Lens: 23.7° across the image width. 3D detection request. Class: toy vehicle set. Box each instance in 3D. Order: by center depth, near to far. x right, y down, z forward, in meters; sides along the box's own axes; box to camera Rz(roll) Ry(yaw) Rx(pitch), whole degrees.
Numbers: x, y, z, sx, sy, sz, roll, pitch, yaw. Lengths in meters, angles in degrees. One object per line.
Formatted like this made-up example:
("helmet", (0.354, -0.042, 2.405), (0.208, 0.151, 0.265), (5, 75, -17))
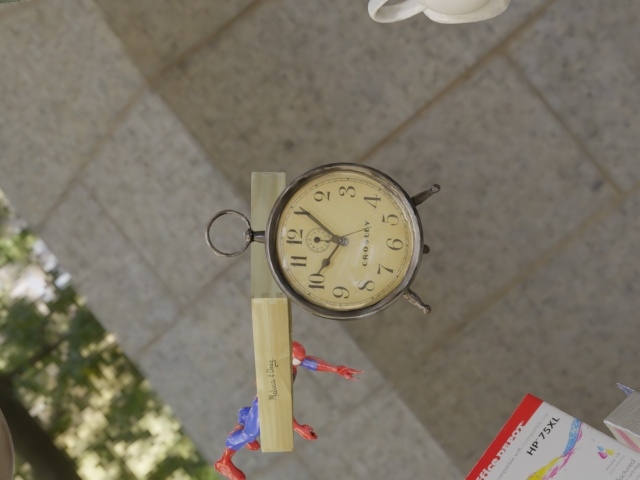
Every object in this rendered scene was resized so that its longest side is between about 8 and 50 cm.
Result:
("toy vehicle set", (-0.049, 0.079, 1.596), (0.035, 0.166, 0.267), (-1, -41, 0))

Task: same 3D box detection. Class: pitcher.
("pitcher", (0.133, -0.309, 1.777), (0.178, 0.125, 0.207), (-18, -11, 7))

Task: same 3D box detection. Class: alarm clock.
("alarm clock", (0.000, 0.000, 1.268), (0.192, 0.129, 0.064), (5, -2, -2))

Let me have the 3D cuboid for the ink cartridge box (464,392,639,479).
("ink cartridge box", (0.233, 0.247, 1.532), (0.231, 0.078, 0.134), (26, 75, 47))

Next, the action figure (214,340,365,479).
("action figure", (-0.041, 0.230, 2.027), (0.280, 0.139, 0.091), (112, 180, -48))

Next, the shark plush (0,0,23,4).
("shark plush", (-0.338, -0.227, 1.472), (0.161, 0.073, 0.067), (-39, -40, -14))

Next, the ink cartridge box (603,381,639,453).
("ink cartridge box", (0.455, 0.324, 1.728), (0.071, 0.324, 0.330), (-37, 5, -5))

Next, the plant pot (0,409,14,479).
("plant pot", (-0.426, 0.251, 1.375), (0.284, 0.284, 0.191), (-40, 25, 13))
